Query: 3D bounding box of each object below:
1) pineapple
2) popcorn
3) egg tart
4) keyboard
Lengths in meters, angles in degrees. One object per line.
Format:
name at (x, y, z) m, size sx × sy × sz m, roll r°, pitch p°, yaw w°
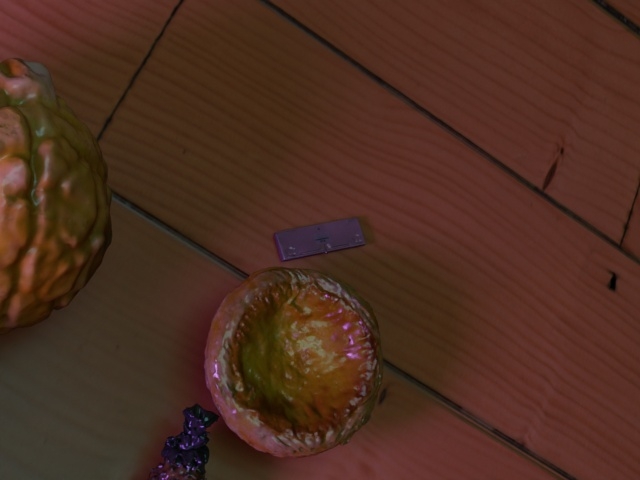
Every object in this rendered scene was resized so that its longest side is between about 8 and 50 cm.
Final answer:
pineapple at (-0.202, 0.333, 1.628) m, size 0.108 × 0.108 × 0.197 m, roll 17°, pitch 84°, yaw -21°
popcorn at (-0.450, -0.048, 1.503) m, size 0.354 × 0.344 × 0.390 m, roll 25°, pitch 44°, yaw -15°
egg tart at (-0.048, 0.191, 1.762) m, size 0.319 × 0.128 × 0.319 m, roll 8°, pitch 73°, yaw -26°
keyboard at (0.000, 0.000, 1.912) m, size 0.166 × 0.017 × 0.055 m, roll -11°, pitch 74°, yaw -29°
